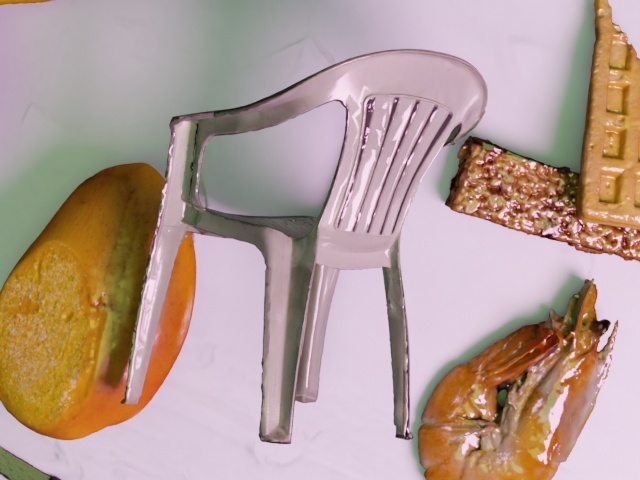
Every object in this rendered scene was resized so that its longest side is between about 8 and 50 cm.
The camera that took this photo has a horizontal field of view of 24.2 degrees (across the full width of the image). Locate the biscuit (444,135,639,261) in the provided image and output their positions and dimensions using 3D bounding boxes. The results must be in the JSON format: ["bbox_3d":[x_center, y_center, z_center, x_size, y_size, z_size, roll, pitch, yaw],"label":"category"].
[{"bbox_3d":[0.198,-0.025,1.160,0.199,0.034,0.064,16,96,-2],"label":"biscuit"}]

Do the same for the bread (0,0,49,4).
[{"bbox_3d":[-0.226,-0.296,1.088,0.094,0.102,0.245,-6,96,2],"label":"bread"}]

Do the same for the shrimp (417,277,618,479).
[{"bbox_3d":[0.155,0.121,1.172,0.115,0.051,0.217,30,98,-2],"label":"shrimp"}]

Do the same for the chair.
[{"bbox_3d":[0.000,0.000,1.061,0.203,0.190,0.274,3,95,-44],"label":"chair"}]

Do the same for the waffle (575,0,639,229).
[{"bbox_3d":[0.259,-0.100,1.137,0.125,0.032,0.191,9,81,-2],"label":"waffle"}]

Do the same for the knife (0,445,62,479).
[{"bbox_3d":[-0.232,0.190,1.194,0.170,0.010,0.023,32,90,-3],"label":"knife"}]

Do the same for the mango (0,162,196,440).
[{"bbox_3d":[-0.166,0.044,1.134,0.141,0.102,0.217,19,94,21],"label":"mango"}]
